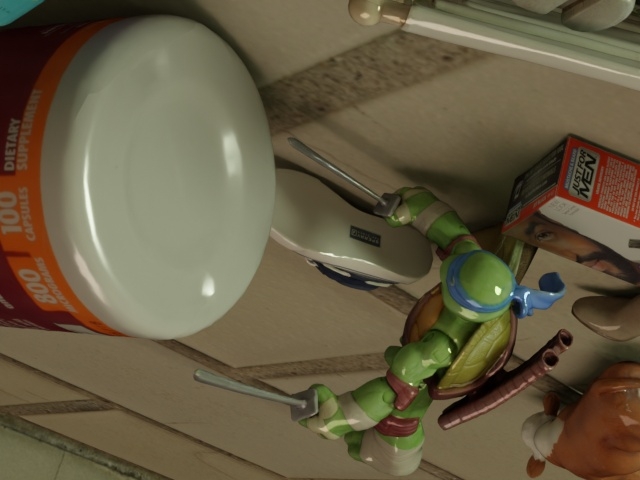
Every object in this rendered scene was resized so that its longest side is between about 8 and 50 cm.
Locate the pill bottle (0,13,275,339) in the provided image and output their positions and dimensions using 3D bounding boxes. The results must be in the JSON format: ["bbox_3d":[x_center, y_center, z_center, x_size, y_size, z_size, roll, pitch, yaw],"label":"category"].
[{"bbox_3d":[-0.252,-0.046,0.895,0.392,0.224,0.224,1,154,32],"label":"pill bottle"}]

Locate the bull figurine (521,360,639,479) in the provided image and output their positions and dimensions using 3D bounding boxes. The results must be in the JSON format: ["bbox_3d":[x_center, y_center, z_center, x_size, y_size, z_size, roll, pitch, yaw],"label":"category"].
[{"bbox_3d":[0.331,0.209,1.275,0.189,0.101,0.310,11,160,2],"label":"bull figurine"}]

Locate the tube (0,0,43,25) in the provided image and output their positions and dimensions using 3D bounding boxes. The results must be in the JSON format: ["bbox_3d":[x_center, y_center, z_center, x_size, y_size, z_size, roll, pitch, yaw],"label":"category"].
[{"bbox_3d":[-0.119,-0.189,0.651,0.207,0.052,0.080,-27,143,28],"label":"tube"}]

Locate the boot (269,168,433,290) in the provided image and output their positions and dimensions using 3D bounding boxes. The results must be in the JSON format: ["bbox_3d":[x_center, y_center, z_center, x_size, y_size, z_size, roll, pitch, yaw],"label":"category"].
[{"bbox_3d":[0.000,0.000,1.036,0.190,0.069,0.086,25,154,-26],"label":"boot"}]

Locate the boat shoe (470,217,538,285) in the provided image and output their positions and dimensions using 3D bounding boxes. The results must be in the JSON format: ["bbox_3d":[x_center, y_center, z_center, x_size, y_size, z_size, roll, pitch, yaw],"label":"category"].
[{"bbox_3d":[0.137,0.018,1.002,0.072,0.068,0.190,30,158,8],"label":"boat shoe"}]

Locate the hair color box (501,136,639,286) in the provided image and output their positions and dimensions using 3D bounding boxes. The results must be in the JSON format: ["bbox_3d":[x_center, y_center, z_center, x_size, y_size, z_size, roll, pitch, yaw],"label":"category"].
[{"bbox_3d":[0.231,-0.010,0.872,0.167,0.053,0.093,21,159,-9],"label":"hair color box"}]

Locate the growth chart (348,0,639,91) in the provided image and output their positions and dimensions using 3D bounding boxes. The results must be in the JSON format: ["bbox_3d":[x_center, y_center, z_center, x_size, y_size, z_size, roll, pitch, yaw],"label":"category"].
[{"bbox_3d":[0.104,-0.113,0.580,0.172,0.021,0.237,17,-159,8],"label":"growth chart"}]

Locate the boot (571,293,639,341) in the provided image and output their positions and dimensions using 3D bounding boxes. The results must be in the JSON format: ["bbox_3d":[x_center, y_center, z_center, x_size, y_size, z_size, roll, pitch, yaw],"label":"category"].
[{"bbox_3d":[0.286,0.057,1.024,0.119,0.042,0.087,14,152,3],"label":"boot"}]

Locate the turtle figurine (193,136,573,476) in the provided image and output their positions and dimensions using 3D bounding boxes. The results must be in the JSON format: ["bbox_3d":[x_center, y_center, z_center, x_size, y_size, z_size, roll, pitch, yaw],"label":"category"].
[{"bbox_3d":[0.042,0.063,0.932,0.275,0.197,0.266,-5,149,-4],"label":"turtle figurine"}]

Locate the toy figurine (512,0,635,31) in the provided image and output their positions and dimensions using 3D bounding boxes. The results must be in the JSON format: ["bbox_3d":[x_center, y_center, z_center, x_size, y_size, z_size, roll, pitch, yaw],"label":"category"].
[{"bbox_3d":[0.153,-0.178,0.413,0.213,0.148,0.209,4,162,23],"label":"toy figurine"}]
